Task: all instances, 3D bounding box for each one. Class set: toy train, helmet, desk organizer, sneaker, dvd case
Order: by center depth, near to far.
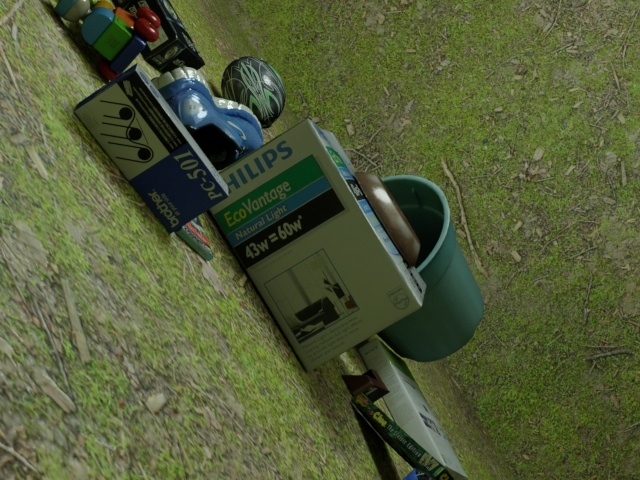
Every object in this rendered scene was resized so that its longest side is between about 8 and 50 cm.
[{"bbox_3d":[-0.196,-0.033,1.362,0.087,0.013,0.119,49,13,-51],"label":"dvd case"},{"bbox_3d":[-0.336,-0.354,1.479,0.143,0.105,0.248,40,14,-23],"label":"toy train"},{"bbox_3d":[-0.190,-0.172,1.639,0.330,0.130,0.147,26,43,-64],"label":"sneaker"},{"bbox_3d":[0.087,0.275,1.805,0.050,0.047,0.130,58,7,22],"label":"desk organizer"},{"bbox_3d":[-0.166,-0.367,2.331,0.169,0.169,0.161,60,-8,18],"label":"helmet"}]

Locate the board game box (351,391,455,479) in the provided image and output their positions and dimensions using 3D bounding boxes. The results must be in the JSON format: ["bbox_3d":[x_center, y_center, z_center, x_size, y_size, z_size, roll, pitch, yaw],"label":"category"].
[{"bbox_3d":[0.158,0.368,1.634,0.260,0.030,0.136,35,-18,53],"label":"board game box"}]

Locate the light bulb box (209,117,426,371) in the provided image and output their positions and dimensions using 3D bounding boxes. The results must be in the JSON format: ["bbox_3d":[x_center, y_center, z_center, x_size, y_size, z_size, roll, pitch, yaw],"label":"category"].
[{"bbox_3d":[0.000,0.000,1.676,0.361,0.225,0.358,59,8,1],"label":"light bulb box"}]

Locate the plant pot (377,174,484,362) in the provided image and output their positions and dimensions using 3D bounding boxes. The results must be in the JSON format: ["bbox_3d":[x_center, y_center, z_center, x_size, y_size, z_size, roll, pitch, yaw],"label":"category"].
[{"bbox_3d":[0.196,0.085,2.141,0.334,0.341,0.341,51,10,-41],"label":"plant pot"}]

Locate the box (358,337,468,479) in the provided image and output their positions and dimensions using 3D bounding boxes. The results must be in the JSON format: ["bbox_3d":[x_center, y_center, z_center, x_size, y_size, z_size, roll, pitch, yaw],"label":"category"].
[{"bbox_3d":[0.207,0.387,2.094,0.322,0.059,0.232,63,9,28],"label":"box"}]

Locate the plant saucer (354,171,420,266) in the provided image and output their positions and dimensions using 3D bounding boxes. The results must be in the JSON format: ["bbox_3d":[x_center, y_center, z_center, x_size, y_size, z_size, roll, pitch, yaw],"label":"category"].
[{"bbox_3d":[0.125,-0.045,1.668,0.198,0.036,0.198,57,6,-9],"label":"plant saucer"}]

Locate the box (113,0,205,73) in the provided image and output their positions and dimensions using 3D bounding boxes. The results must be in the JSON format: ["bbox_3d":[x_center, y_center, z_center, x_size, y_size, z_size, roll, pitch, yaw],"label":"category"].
[{"bbox_3d":[-0.322,-0.421,1.861,0.180,0.078,0.147,60,7,16],"label":"box"}]

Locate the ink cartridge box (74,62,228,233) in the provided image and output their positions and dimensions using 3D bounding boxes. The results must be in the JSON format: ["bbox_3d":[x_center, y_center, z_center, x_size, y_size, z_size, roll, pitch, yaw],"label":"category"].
[{"bbox_3d":[-0.218,-0.118,1.239,0.207,0.097,0.046,54,9,-23],"label":"ink cartridge box"}]

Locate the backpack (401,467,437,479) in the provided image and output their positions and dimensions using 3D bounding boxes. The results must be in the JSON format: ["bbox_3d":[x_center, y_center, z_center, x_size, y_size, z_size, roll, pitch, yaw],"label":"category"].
[{"bbox_3d":[0.161,0.425,1.462,0.120,0.101,0.098,49,2,-17],"label":"backpack"}]
